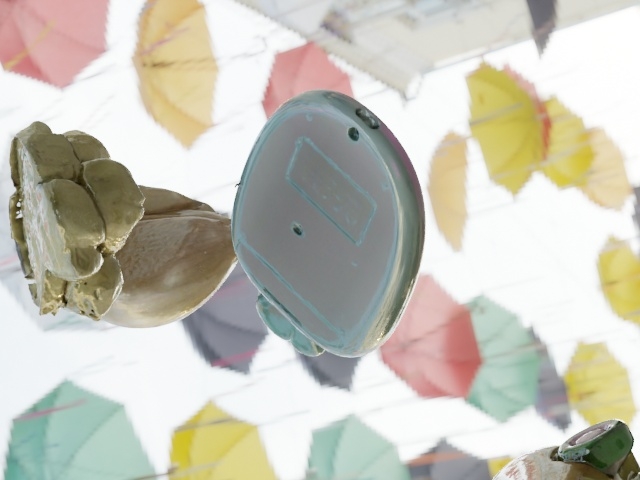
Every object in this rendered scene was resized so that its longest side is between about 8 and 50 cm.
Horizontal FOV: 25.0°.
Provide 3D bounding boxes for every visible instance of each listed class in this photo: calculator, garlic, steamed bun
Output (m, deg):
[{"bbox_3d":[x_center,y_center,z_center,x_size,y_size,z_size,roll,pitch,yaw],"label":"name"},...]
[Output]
[{"bbox_3d":[0.000,0.000,1.202,0.185,0.299,0.041,44,-128,18],"label":"calculator"},{"bbox_3d":[-0.196,0.026,1.778,0.217,0.228,0.110,-64,-33,-46],"label":"garlic"},{"bbox_3d":[-0.239,-0.015,1.435,0.192,0.106,0.177,-128,36,-48],"label":"steamed bun"}]

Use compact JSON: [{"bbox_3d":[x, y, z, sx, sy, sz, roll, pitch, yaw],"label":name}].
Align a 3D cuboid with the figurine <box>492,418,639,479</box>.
[{"bbox_3d":[0.139,0.242,1.051,0.124,0.222,0.324,65,-157,-1],"label":"figurine"}]
